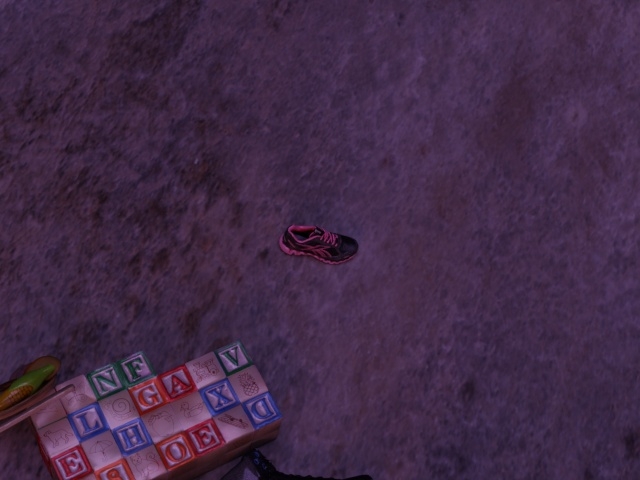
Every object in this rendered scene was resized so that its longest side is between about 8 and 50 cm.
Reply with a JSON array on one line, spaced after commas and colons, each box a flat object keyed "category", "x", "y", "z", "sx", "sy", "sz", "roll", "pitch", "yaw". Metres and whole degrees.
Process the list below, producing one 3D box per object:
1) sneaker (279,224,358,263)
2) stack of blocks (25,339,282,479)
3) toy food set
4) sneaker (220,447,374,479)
[{"category": "sneaker", "x": 0.000, "y": 0.000, "z": 1.849, "sx": 0.119, "sy": 0.057, "sz": 0.047, "roll": 6, "pitch": 59, "yaw": -7}, {"category": "stack of blocks", "x": -0.222, "y": 0.241, "z": 1.663, "sx": 0.297, "sy": 0.087, "sz": 0.171, "roll": -23, "pitch": 67, "yaw": -19}, {"category": "toy food set", "x": -0.398, "y": 0.190, "z": 1.613, "sx": 0.132, "sy": 0.192, "sz": 0.038, "roll": -31, "pitch": 105, "yaw": -21}, {"category": "sneaker", "x": -0.040, "y": 0.321, "z": 1.651, "sx": 0.217, "sy": 0.079, "sz": 0.121, "roll": -18, "pitch": 67, "yaw": -16}]
